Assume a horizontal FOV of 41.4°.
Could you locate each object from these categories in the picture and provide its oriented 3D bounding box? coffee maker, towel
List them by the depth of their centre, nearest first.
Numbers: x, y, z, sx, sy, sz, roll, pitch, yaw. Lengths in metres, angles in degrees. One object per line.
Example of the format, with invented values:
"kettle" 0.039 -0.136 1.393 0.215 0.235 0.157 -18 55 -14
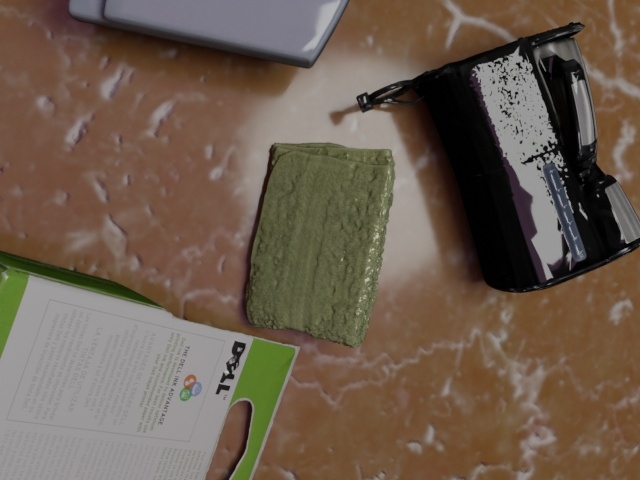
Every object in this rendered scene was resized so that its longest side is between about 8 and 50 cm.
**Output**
"towel" 0.000 0.000 0.634 0.110 0.027 0.148 9 89 29
"coffee maker" 0.141 -0.054 0.650 0.171 0.120 0.178 -17 94 16

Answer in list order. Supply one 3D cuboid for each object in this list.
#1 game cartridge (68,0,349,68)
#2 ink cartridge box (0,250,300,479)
"game cartridge" -0.046 -0.274 0.573 0.196 0.060 0.294 11 91 -3
"ink cartridge box" -0.160 0.127 0.610 0.255 0.097 0.189 21 88 -44
